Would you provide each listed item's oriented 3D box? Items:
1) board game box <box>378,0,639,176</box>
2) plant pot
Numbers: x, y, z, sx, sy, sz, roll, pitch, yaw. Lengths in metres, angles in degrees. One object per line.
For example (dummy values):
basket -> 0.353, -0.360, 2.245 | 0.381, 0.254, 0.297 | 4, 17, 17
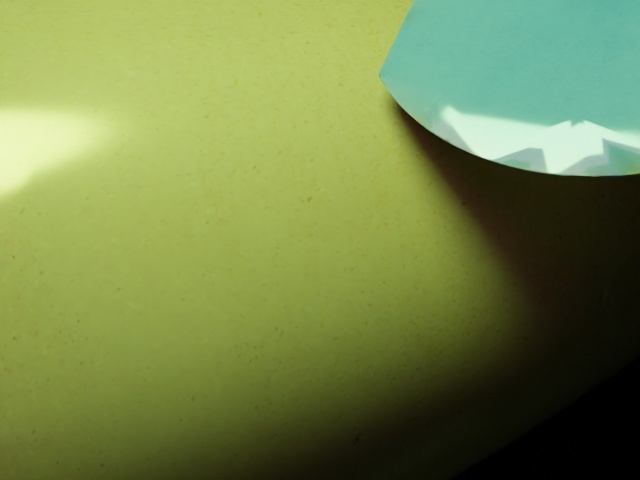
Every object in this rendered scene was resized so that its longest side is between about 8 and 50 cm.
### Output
board game box -> 0.102, -0.076, 0.635 | 0.133, 0.033, 0.169 | 11, 56, 21
plant pot -> 0.000, 0.000, 0.712 | 0.274, 0.257, 0.256 | -15, 38, -8
